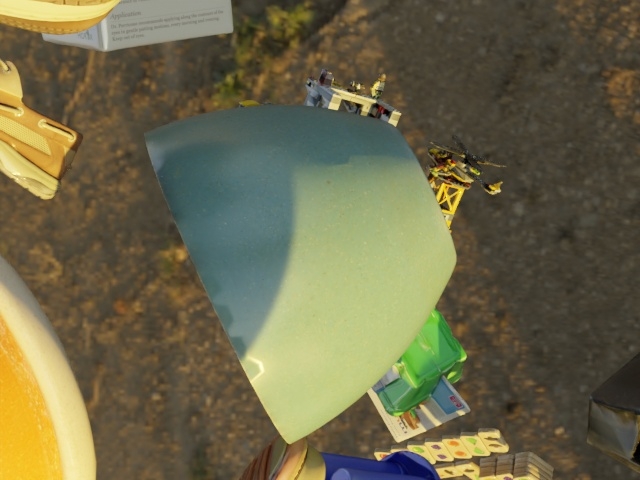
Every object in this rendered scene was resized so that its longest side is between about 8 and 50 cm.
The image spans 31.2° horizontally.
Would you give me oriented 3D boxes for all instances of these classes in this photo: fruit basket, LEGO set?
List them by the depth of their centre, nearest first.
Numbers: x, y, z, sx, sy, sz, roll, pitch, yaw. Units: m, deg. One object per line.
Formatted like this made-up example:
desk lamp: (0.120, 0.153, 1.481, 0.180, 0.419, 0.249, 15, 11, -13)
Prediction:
LEGO set: (0.045, -0.124, 1.407, 0.192, 0.331, 0.255, -68, 26, 16)
fruit basket: (0.092, 0.185, 1.943, 0.327, 0.165, 0.353, 59, 153, 7)

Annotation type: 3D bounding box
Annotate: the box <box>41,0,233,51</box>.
box: (-0.128, -0.179, 0.768, 0.102, 0.101, 0.087, 20, 120, 50)

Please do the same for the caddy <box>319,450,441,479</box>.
caddy: (0.039, 0.413, 1.378, 0.241, 0.179, 0.341, 4, 75, 66)

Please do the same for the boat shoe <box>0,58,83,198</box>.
boat shoe: (-0.429, -0.180, 1.424, 0.123, 0.324, 0.116, 30, 82, 46)

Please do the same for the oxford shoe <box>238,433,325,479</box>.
oxford shoe: (-0.055, 0.359, 1.146, 0.140, 0.147, 0.397, -74, 5, -62)

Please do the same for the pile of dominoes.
pile of dominoes: (0.204, 0.339, 1.622, 0.251, 0.196, 0.040, -20, 44, 41)

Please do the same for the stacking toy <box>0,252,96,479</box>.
stacking toy: (-0.430, 0.188, 0.784, 0.351, 0.480, 0.350, 18, 121, 33)

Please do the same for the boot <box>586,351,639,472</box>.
boot: (0.601, 0.170, 1.443, 0.367, 0.445, 0.146, 10, 120, 45)

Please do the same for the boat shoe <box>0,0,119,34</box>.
boat shoe: (-0.196, -0.141, 0.435, 0.095, 0.257, 0.095, 134, 158, -62)

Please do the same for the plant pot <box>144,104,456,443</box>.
plant pot: (0.000, 0.000, 0.979, 0.195, 0.290, 0.290, -25, 58, -1)
